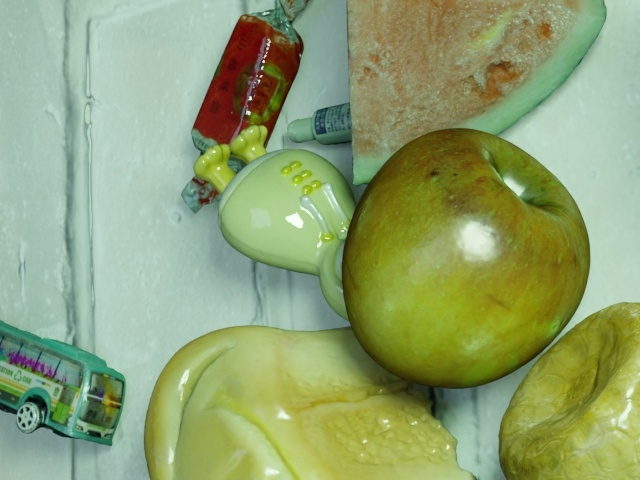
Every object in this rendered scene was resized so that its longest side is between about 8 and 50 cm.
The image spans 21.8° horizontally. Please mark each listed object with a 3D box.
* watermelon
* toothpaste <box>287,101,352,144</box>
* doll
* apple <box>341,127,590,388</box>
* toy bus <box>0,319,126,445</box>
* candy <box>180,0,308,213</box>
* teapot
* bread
[{"bbox_3d":[0.112,-0.195,1.531,0.283,0.292,0.250,-13,96,30],"label":"watermelon"},{"bbox_3d":[0.060,-0.125,1.685,0.216,0.037,0.062,-9,72,31],"label":"toothpaste"},{"bbox_3d":[0.002,-0.009,1.655,0.296,0.141,0.117,33,134,31],"label":"doll"},{"bbox_3d":[0.122,0.019,1.499,0.207,0.237,0.237,-51,57,28],"label":"apple"},{"bbox_3d":[-0.337,0.158,1.909,0.262,0.091,0.109,18,87,36],"label":"toy bus"},{"bbox_3d":[-0.078,-0.160,1.780,0.086,0.059,0.292,29,99,38],"label":"candy"},{"bbox_3d":[0.273,0.163,1.403,0.311,0.167,0.203,-39,17,40],"label":"teapot"},{"bbox_3d":[-0.021,0.232,1.556,0.315,0.270,0.211,56,131,32],"label":"bread"}]
